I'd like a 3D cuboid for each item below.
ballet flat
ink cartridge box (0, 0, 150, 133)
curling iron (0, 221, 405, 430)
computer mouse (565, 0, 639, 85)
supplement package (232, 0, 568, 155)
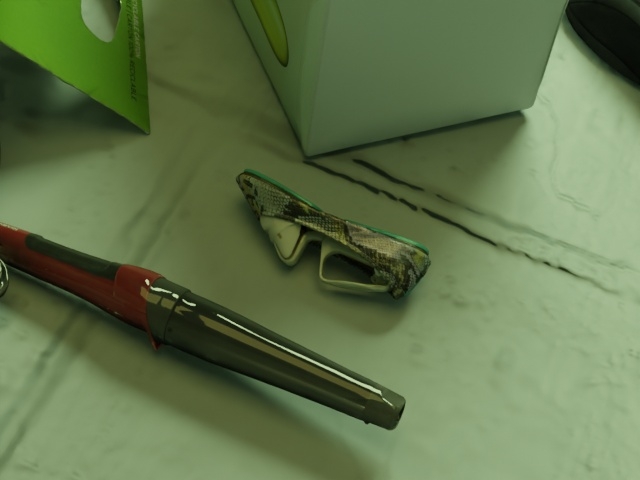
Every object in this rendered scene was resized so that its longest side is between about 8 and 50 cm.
[{"bbox_3d":[0.000,0.000,0.781,0.114,0.041,0.041,25,53,12],"label":"ballet flat"},{"bbox_3d":[-0.155,-0.202,0.784,0.255,0.097,0.189,32,38,-41],"label":"ink cartridge box"},{"bbox_3d":[-0.090,0.043,0.735,0.274,0.035,0.068,18,57,7],"label":"curling iron"},{"bbox_3d":[0.284,-0.116,0.895,0.184,0.060,0.262,-26,61,-24],"label":"computer mouse"},{"bbox_3d":[0.032,-0.194,0.833,0.149,0.194,0.203,-14,55,-17],"label":"supplement package"}]
